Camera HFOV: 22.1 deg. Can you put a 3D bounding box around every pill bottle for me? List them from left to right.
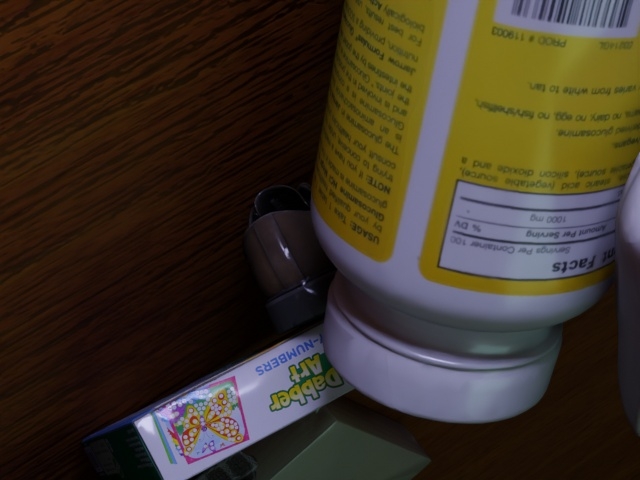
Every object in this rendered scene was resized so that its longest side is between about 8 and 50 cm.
[{"bbox_3d":[0.096,-0.072,0.921,0.188,0.188,0.334,-16,128,-40],"label":"pill bottle"}]

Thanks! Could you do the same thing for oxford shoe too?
[{"bbox_3d":[0.000,0.000,1.140,0.083,0.096,0.227,-28,177,9],"label":"oxford shoe"}]

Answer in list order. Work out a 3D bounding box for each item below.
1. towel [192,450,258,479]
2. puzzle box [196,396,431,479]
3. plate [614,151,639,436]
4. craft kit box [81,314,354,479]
[{"bbox_3d":[-0.148,0.264,1.246,0.235,0.121,0.284,-17,167,-17],"label":"towel"},{"bbox_3d":[-0.100,0.303,1.543,0.409,0.052,0.272,-42,155,6],"label":"puzzle box"},{"bbox_3d":[0.235,-0.051,0.923,0.278,0.045,0.277,-55,158,-17],"label":"plate"},{"bbox_3d":[-0.035,0.100,1.163,0.246,0.061,0.250,-30,179,-18],"label":"craft kit box"}]
